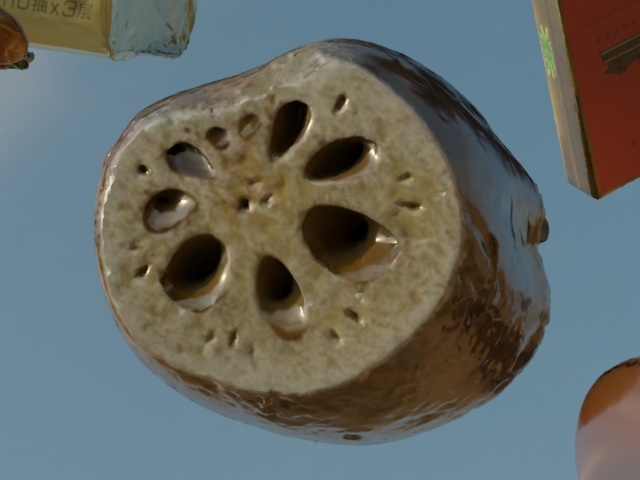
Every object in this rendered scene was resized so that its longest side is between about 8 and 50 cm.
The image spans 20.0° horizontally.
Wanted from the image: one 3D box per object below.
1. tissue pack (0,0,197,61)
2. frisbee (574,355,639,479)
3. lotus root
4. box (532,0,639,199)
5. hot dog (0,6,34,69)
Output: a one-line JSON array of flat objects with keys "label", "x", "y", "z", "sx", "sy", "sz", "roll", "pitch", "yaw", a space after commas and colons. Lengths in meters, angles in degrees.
[{"label": "tissue pack", "x": -0.310, "y": -0.336, "z": 1.514, "sx": 0.405, "sy": 0.205, "sz": 0.332, "roll": 9, "pitch": -76, "yaw": 15}, {"label": "frisbee", "x": 0.134, "y": 0.116, "z": 0.318, "sx": 0.021, "sy": 0.251, "sz": 0.251, "roll": -41, "pitch": -38, "yaw": -10}, {"label": "lotus root", "x": 0.001, "y": 0.003, "z": 0.513, "sx": 0.122, "sy": 0.112, "sz": 0.081, "roll": -18, "pitch": -9, "yaw": 11}, {"label": "box", "x": 0.129, "y": -0.093, "z": 0.725, "sx": 0.090, "sy": 0.023, "sz": 0.133, "roll": -26, "pitch": -57, "yaw": -16}, {"label": "hot dog", "x": -0.199, "y": -0.124, "z": 0.922, "sx": 0.122, "sy": 0.049, "sz": 0.037, "roll": 35, "pitch": -96, "yaw": -7}]
